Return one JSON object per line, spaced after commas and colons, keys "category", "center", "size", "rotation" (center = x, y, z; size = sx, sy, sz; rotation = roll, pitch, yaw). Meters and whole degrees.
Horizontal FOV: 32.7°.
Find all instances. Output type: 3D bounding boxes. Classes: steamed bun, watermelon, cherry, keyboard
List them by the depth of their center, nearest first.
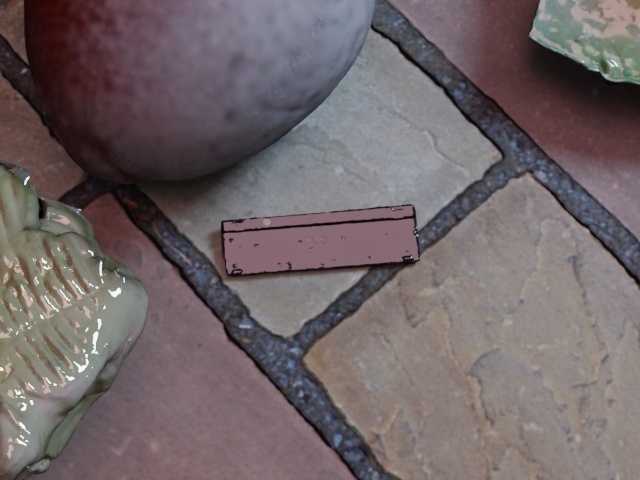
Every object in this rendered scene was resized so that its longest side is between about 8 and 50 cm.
{"category": "steamed bun", "center": [-0.310, 0.089, 0.949], "size": [0.268, 0.207, 0.280], "rotation": [29, 55, 5]}
{"category": "cherry", "center": [-0.111, -0.218, 1.029], "size": [0.326, 0.291, 0.335], "rotation": [3, 90, -10]}
{"category": "keyboard", "center": [0.000, 0.000, 1.082], "size": [0.195, 0.018, 0.060], "rotation": [-4, 79, -1]}
{"category": "watermelon", "center": [0.363, -0.291, 1.095], "size": [0.264, 0.151, 0.302], "rotation": [12, 96, 9]}
